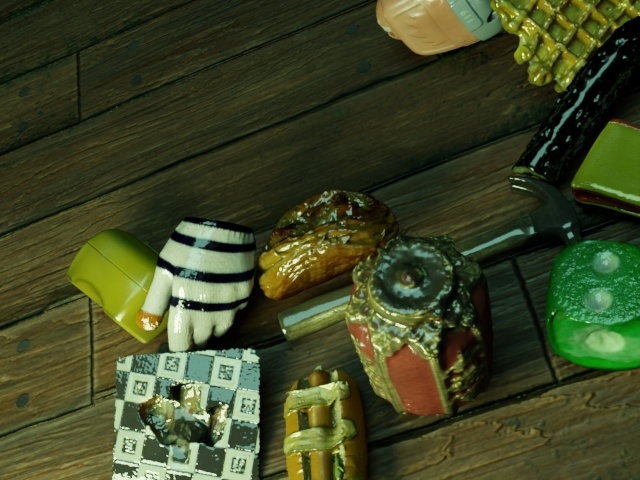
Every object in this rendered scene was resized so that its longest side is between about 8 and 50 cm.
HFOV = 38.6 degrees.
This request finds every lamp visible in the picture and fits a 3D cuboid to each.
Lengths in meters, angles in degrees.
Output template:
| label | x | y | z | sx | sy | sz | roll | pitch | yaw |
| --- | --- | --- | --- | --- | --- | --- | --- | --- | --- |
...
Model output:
| label | x | y | z | sx | sy | sz | roll | pitch | yaw |
| --- | --- | --- | --- | --- | --- | --- | --- | --- | --- |
| lamp | 0.125 | 0.108 | 1.099 | 0.177 | 0.274 | 0.177 | -5 | 59 | 9 |

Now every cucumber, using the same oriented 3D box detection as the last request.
| label | x | y | z | sx | sy | sz | roll | pitch | yaw |
| --- | --- | --- | --- | --- | --- | --- | --- | --- | --- |
| cucumber | 0.379 | -0.205 | 1.285 | 0.072 | 0.072 | 0.300 | 34 | 89 | 36 |

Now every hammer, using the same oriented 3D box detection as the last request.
| label | x | y | z | sx | sy | sz | roll | pitch | yaw |
| --- | --- | --- | --- | --- | --- | --- | --- | --- | --- |
| hammer | 0.146 | 0.043 | 1.277 | 0.439 | 0.044 | 0.168 | -23 | 54 | 8 |

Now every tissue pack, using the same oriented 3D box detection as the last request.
| label | x | y | z | sx | sy | sz | roll | pitch | yaw |
| --- | --- | --- | --- | --- | --- | --- | --- | --- | --- |
| tissue pack | -0.292 | 0.061 | 1.407 | 0.178 | 0.123 | 0.127 | 32 | 80 | 36 |

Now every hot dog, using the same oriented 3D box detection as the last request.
| label | x | y | z | sx | sy | sz | roll | pitch | yaw |
| --- | --- | --- | --- | --- | --- | --- | --- | --- | --- |
| hot dog | 0.001 | 0.003 | 1.313 | 0.226 | 0.099 | 0.160 | -23 | 27 | 14 |
| hot dog | 0.007 | 0.283 | 1.168 | 0.109 | 0.072 | 0.270 | -16 | 53 | 17 |

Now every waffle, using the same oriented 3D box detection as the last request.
| label | x | y | z | sx | sy | sz | roll | pitch | yaw |
| --- | --- | --- | --- | --- | --- | --- | --- | --- | --- |
| waffle | 0.354 | -0.331 | 1.350 | 0.229 | 0.057 | 0.219 | 37 | 82 | -1 |

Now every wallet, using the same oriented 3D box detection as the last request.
| label | x | y | z | sx | sy | sz | roll | pitch | yaw |
| --- | --- | --- | --- | --- | --- | --- | --- | --- | --- |
| wallet | 0.470 | -0.075 | 1.204 | 0.241 | 0.067 | 0.141 | 20 | 64 | 27 |

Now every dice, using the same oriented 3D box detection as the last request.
| label | x | y | z | sx | sy | sz | roll | pitch | yaw |
| --- | --- | --- | --- | --- | --- | --- | --- | --- | --- |
| dice | 0.349 | 0.079 | 1.112 | 0.131 | 0.128 | 0.120 | 0 | 58 | 25 |

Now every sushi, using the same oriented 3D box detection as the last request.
| label | x | y | z | sx | sy | sz | roll | pitch | yaw |
| --- | --- | --- | --- | --- | --- | --- | --- | --- | --- |
| sushi | -0.181 | 0.249 | 1.272 | 0.210 | 0.040 | 0.193 | -2 | 78 | 10 |

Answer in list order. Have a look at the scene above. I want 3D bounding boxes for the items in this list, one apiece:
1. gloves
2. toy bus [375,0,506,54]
| label | x | y | z | sx | sy | sz | roll | pitch | yaw |
| --- | --- | --- | --- | --- | --- | --- | --- | --- | --- |
| gloves | -0.168 | 0.082 | 1.304 | 0.131 | 0.140 | 0.219 | 4 | 83 | 51 |
| toy bus | 0.195 | -0.428 | 1.471 | 0.232 | 0.194 | 0.288 | -25 | 44 | 33 |
